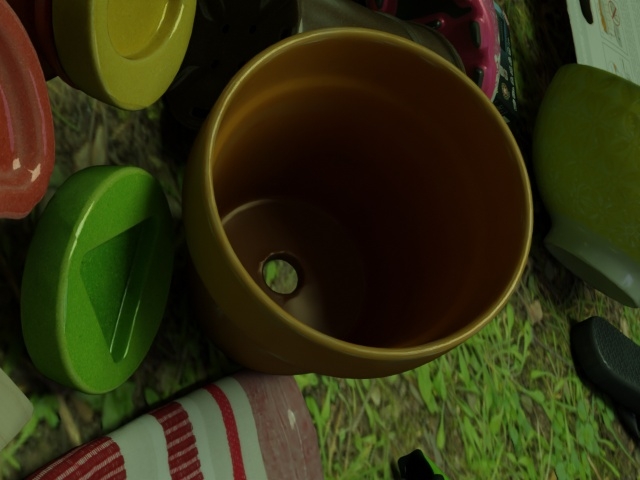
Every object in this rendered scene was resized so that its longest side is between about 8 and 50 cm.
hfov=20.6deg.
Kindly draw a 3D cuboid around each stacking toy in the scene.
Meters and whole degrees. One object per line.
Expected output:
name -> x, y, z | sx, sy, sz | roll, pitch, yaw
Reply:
stacking toy -> -0.192, -0.037, 0.936 | 0.309, 0.130, 0.280 | -39, 135, -59

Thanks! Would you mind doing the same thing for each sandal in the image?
sandal -> 0.331, 0.159, 1.831 | 0.254, 0.054, 0.097 | 40, 33, -33

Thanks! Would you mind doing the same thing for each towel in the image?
towel -> -0.065, 0.215, 1.050 | 0.329, 0.037, 0.237 | -21, 93, -63

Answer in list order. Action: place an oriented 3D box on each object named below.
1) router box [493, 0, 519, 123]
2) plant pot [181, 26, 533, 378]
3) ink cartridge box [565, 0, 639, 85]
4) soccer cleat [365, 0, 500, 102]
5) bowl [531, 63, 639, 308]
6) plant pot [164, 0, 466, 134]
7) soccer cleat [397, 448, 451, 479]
router box -> 0.150, -0.181, 1.687 | 0.092, 0.038, 0.122 | 32, 47, -51
plant pot -> 0.000, 0.000, 1.091 | 0.205, 0.188, 0.205 | 7, 68, -18
ink cartridge box -> 0.320, -0.240, 2.002 | 0.385, 0.091, 0.308 | 21, 56, -54
soccer cleat -> 0.083, -0.264, 1.523 | 0.331, 0.116, 0.143 | 67, 28, -11
bowl -> 0.310, -0.028, 1.735 | 0.156, 0.289, 0.289 | -53, 136, -5
plant pot -> -0.011, -0.107, 1.218 | 0.165, 0.167, 0.167 | 27, 51, -46
soccer cleat -> 0.063, 0.220, 1.274 | 0.072, 0.060, 0.179 | 54, 25, -15
